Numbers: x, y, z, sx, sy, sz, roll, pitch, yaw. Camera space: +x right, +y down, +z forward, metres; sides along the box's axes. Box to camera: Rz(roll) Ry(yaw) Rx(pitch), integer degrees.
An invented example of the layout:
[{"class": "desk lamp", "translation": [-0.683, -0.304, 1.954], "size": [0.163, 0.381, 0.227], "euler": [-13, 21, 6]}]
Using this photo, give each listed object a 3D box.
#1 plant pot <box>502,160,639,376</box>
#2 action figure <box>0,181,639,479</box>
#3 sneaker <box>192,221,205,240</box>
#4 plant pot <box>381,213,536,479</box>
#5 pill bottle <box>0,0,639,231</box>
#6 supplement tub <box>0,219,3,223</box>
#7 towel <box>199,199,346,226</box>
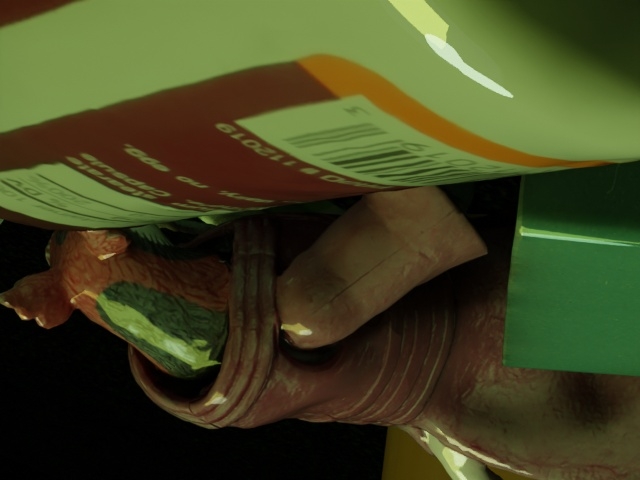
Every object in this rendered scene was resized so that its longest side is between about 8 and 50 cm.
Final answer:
[{"class": "plant pot", "translation": [0.195, -0.035, 0.683], "size": [0.234, 0.165, 0.165], "euler": [9, 161, 7]}, {"class": "action figure", "translation": [0.013, 0.047, 0.861], "size": [0.370, 0.275, 0.248], "euler": [2, 166, -40]}, {"class": "sneaker", "translation": [0.005, 0.058, 1.284], "size": [0.097, 0.084, 0.235], "euler": [-1, 153, 46]}, {"class": "plant pot", "translation": [0.124, 0.112, 1.139], "size": [0.205, 0.188, 0.205], "euler": [18, 162, 6]}, {"class": "pill bottle", "translation": [-0.036, -0.119, 0.571], "size": [0.224, 0.224, 0.392], "euler": [31, 160, -31]}, {"class": "supplement tub", "translation": [-0.268, -0.114, 0.889], "size": [0.272, 0.191, 0.191], "euler": [18, 162, 5]}, {"class": "towel", "translation": [0.000, 0.000, 1.083], "size": [0.113, 0.023, 0.152], "euler": [3, -158, -44]}]
